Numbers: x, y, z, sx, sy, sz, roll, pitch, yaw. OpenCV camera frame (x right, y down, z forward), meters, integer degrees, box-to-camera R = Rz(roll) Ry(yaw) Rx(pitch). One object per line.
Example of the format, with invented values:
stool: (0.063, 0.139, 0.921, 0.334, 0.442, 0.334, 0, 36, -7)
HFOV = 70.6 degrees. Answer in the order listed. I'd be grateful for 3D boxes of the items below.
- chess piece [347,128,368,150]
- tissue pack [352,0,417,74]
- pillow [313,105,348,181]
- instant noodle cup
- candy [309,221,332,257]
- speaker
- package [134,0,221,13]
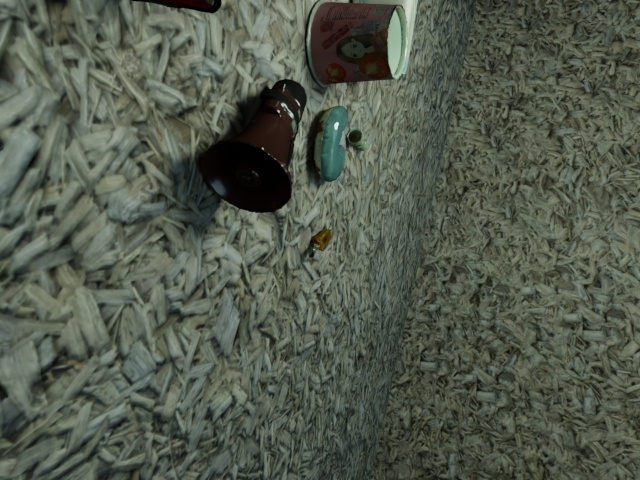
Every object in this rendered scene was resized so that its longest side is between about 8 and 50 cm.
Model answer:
chess piece: (0.142, -0.357, 1.644, 0.149, 0.059, 0.059, 19, 82, -72)
tissue pack: (0.195, -0.681, 1.451, 0.124, 0.201, 0.271, -9, 108, -71)
pillow: (0.042, -0.300, 1.414, 0.214, 0.086, 0.233, -44, 139, -59)
instant noodle cup: (0.114, -0.562, 1.291, 0.243, 0.231, 0.243, -38, 133, -57)
candy: (0.000, 0.000, 1.481, 0.182, 0.046, 0.053, -54, 141, -52)
speaker: (-0.099, -0.203, 1.051, 0.259, 0.198, 0.329, 63, 34, -33)
package: (-0.215, -0.480, 0.694, 0.040, 0.166, 0.232, -24, 125, -80)
